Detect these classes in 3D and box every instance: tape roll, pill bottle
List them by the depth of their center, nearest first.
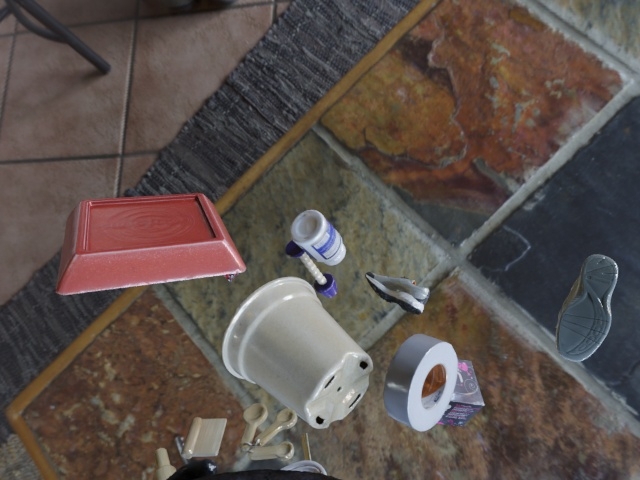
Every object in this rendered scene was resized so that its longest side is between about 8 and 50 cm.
[{"bbox_3d":[0.247,0.342,1.134,0.072,0.219,0.219,13,80,44],"label":"tape roll"},{"bbox_3d":[0.000,0.000,1.383,0.112,0.187,0.112,-13,59,22],"label":"pill bottle"}]

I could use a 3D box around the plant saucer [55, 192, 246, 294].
[{"bbox_3d":[-0.275,-0.015,0.753,0.258,0.259,0.048,-6,119,-22],"label":"plant saucer"}]

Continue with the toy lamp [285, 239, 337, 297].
[{"bbox_3d":[-0.019,0.100,1.534,0.080,0.275,0.080,-16,49,19],"label":"toy lamp"}]

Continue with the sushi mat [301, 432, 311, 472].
[{"bbox_3d":[-0.015,0.685,1.244,0.019,0.151,0.317,-10,59,-7],"label":"sushi mat"}]

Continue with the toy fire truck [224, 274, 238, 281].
[{"bbox_3d":[-0.385,0.092,1.894,0.135,0.192,0.047,44,64,-2],"label":"toy fire truck"}]

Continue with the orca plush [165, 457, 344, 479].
[{"bbox_3d":[-0.058,0.226,0.332,0.287,0.102,0.151,2,49,4],"label":"orca plush"}]

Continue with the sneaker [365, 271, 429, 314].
[{"bbox_3d":[0.279,0.175,1.712,0.271,0.100,0.108,25,70,40],"label":"sneaker"}]

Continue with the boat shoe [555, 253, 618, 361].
[{"bbox_3d":[0.736,0.193,1.300,0.118,0.103,0.320,18,68,23],"label":"boat shoe"}]

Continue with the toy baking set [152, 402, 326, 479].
[{"bbox_3d":[-0.102,0.285,0.563,0.196,0.256,0.030,-22,118,-14],"label":"toy baking set"}]

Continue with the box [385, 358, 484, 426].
[{"bbox_3d":[0.348,0.454,1.442,0.247,0.142,0.163,13,41,-13],"label":"box"}]

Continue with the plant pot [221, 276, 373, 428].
[{"bbox_3d":[-0.042,0.312,1.245,0.305,0.334,0.334,32,85,40],"label":"plant pot"}]
